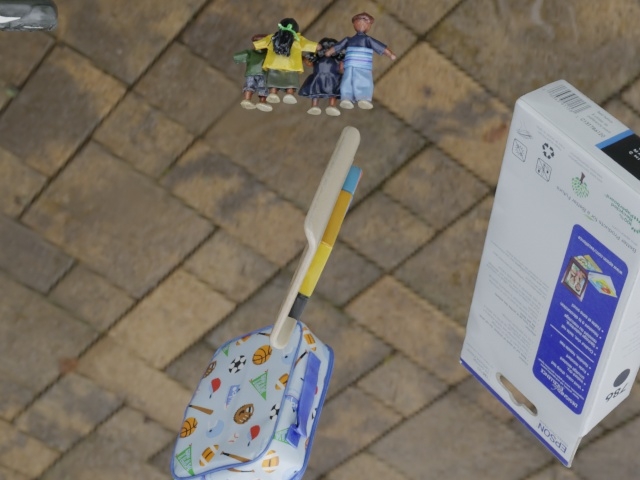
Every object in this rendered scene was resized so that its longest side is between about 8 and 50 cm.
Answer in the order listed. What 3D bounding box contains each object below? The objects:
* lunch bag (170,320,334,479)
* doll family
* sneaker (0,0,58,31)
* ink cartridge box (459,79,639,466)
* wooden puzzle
[{"bbox_3d":[-0.100,0.278,2.083,0.243,0.303,0.115,-19,130,34],"label":"lunch bag"},{"bbox_3d":[-0.009,-0.211,1.531,0.193,0.111,0.076,6,166,1],"label":"doll family"},{"bbox_3d":[-0.372,-0.299,1.421,0.271,0.100,0.108,37,119,37],"label":"sneaker"},{"bbox_3d":[0.219,0.037,1.164,0.165,0.065,0.333,45,145,32],"label":"ink cartridge box"},{"bbox_3d":[0.000,0.000,1.727,0.044,0.221,0.239,20,136,3],"label":"wooden puzzle"}]
